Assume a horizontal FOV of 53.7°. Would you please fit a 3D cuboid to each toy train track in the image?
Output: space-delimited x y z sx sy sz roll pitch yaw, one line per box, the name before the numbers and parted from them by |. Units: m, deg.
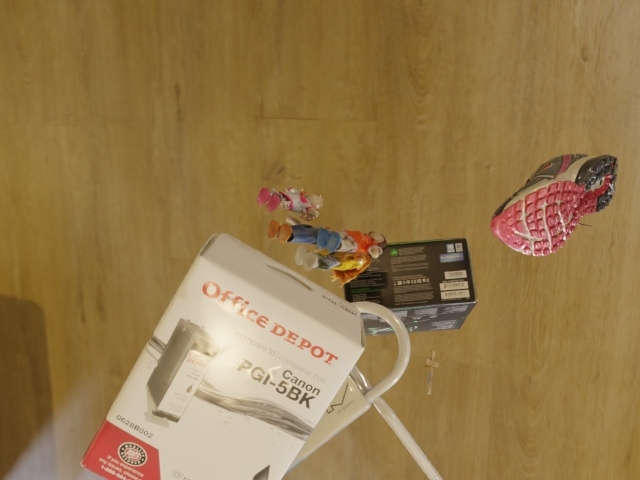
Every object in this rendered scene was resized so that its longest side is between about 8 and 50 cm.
toy train track | 0.210 0.255 1.226 0.014 0.048 0.083 -4 69 37

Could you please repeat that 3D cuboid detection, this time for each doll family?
doll family | 0.000 0.000 1.123 0.263 0.163 0.118 36 112 39

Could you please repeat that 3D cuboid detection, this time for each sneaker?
sneaker | 0.375 -0.064 1.048 0.112 0.299 0.120 18 123 45

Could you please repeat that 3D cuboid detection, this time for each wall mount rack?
wall mount rack | -0.011 0.248 0.724 0.350 0.130 0.304 -36 65 -8

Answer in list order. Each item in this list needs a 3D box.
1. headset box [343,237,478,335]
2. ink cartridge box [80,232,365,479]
headset box | 0.174 0.109 1.304 0.247 0.283 0.131 -5 70 4
ink cartridge box | -0.051 0.079 0.346 0.099 0.056 0.135 29 101 -5
